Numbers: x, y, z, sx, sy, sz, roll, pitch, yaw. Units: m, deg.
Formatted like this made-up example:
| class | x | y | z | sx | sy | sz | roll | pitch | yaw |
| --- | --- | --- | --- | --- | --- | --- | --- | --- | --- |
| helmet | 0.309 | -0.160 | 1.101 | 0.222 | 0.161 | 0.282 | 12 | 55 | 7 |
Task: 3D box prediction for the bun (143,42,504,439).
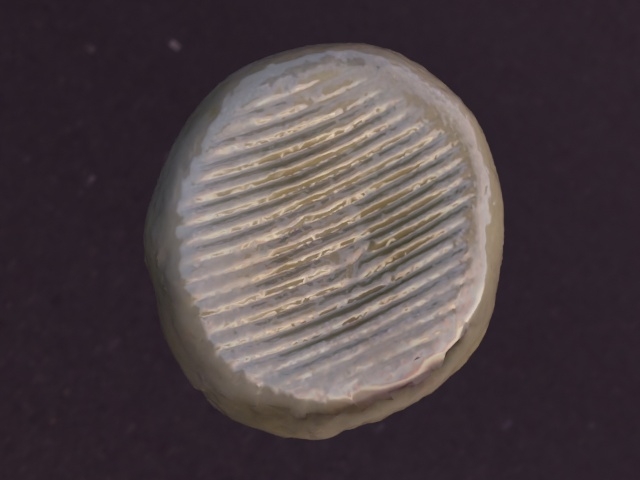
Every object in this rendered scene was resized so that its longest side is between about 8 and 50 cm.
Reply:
| class | x | y | z | sx | sy | sz | roll | pitch | yaw |
| --- | --- | --- | --- | --- | --- | --- | --- | --- | --- |
| bun | 0.000 | 0.000 | 1.093 | 0.222 | 0.222 | 0.127 | 38 | -4 | -7 |
